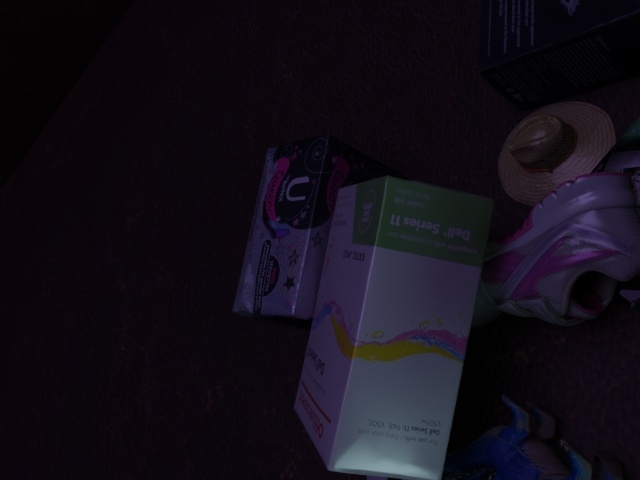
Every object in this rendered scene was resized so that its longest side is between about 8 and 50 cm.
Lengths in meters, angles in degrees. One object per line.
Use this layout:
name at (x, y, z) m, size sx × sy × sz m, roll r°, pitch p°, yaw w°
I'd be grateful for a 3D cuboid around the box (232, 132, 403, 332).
box at (0.000, 0.000, 0.854) m, size 0.142 × 0.163 × 0.247 m, roll -5°, pitch 69°, yaw 48°

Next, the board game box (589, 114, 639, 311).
board game box at (0.355, -0.067, 0.611) m, size 0.259 × 0.030 × 0.136 m, roll -53°, pitch 40°, yaw 16°

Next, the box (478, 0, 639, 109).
box at (0.299, -0.263, 0.698) m, size 0.207 × 0.108 × 0.153 m, roll -9°, pitch 66°, yaw 44°

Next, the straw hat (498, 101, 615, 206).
straw hat at (0.258, -0.115, 0.710) m, size 0.145 × 0.061 × 0.144 m, roll -21°, pitch 59°, yaw 40°

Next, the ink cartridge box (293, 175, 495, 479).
ink cartridge box at (0.060, 0.119, 0.663) m, size 0.207 × 0.119 × 0.353 m, roll -177°, pitch 98°, yaw -79°

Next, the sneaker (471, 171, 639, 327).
sneaker at (0.223, 0.041, 0.618) m, size 0.252 × 0.103 × 0.111 m, roll -52°, pitch 48°, yaw 51°

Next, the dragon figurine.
dragon figurine at (0.205, 0.248, 0.580) m, size 0.289 × 0.085 × 0.143 m, roll 34°, pitch 100°, yaw 53°
